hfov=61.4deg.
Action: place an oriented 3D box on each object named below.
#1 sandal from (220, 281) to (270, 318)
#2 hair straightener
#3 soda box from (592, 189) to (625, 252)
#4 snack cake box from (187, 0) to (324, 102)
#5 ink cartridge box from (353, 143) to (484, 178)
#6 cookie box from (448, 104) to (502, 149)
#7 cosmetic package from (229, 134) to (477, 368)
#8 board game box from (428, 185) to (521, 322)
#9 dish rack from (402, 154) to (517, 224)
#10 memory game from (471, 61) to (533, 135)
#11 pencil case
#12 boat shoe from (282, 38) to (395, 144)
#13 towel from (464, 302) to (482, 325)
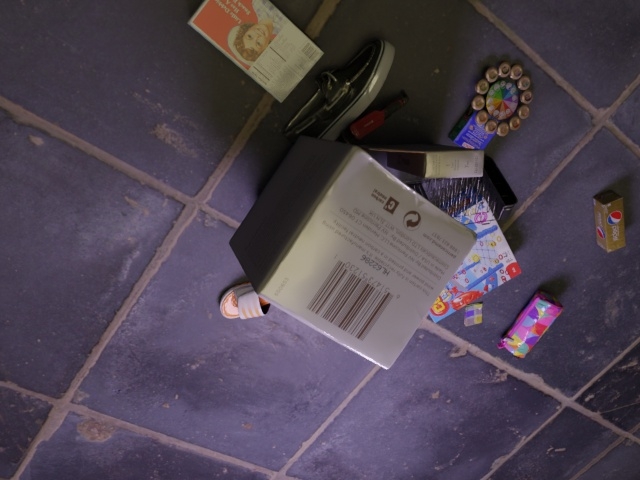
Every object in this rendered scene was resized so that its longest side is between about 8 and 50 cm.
[{"bbox_3d":[-0.164,0.165,1.548,0.265,0.076,0.102,-20,121,1],"label":"sandal"},{"bbox_3d":[0.133,-0.301,1.314,0.230,0.089,0.047,-43,100,-28],"label":"hair straightener"},{"bbox_3d":[0.875,-0.056,1.632,0.061,0.058,0.181,-22,121,2],"label":"soda box"},{"bbox_3d":[-0.140,-0.455,1.196,0.264,0.089,0.152,37,109,-26],"label":"snack cake box"},{"bbox_3d":[0.204,-0.195,1.287,0.261,0.296,0.066,-2,103,-9],"label":"ink cartridge box"},{"bbox_3d":[0.407,-0.290,1.420,0.092,0.040,0.107,27,110,-24],"label":"cookie box"},{"bbox_3d":[0.042,0.000,1.171,0.329,0.393,0.327,32,92,-22],"label":"cosmetic package"},{"bbox_3d":[0.390,0.049,1.583,0.302,0.086,0.308,-33,120,8],"label":"board game box"},{"bbox_3d":[0.349,-0.120,1.419,0.271,0.208,0.074,-9,135,-4],"label":"dish rack"},{"bbox_3d":[0.468,-0.360,1.379,0.186,0.012,0.186,-6,106,-19],"label":"memory game"},{"bbox_3d":[0.686,0.277,1.763,0.104,0.104,0.236,21,112,-21],"label":"pencil case"},{"bbox_3d":[0.037,-0.343,1.273,0.119,0.121,0.335,29,112,-28],"label":"boat shoe"},{"bbox_3d":[0.500,0.242,1.757,0.060,0.009,0.083,-10,121,-4],"label":"towel"}]
